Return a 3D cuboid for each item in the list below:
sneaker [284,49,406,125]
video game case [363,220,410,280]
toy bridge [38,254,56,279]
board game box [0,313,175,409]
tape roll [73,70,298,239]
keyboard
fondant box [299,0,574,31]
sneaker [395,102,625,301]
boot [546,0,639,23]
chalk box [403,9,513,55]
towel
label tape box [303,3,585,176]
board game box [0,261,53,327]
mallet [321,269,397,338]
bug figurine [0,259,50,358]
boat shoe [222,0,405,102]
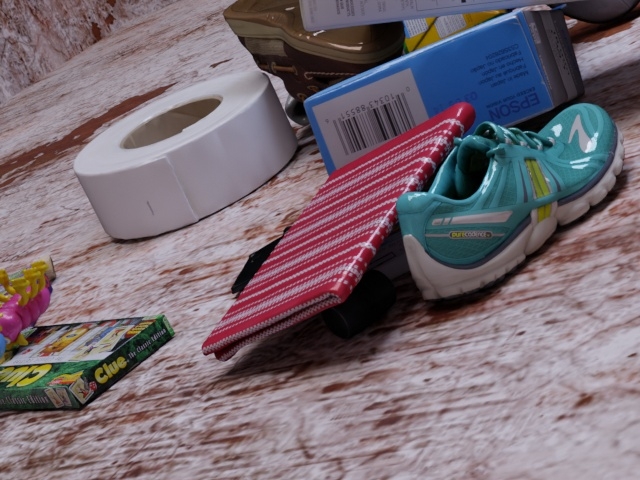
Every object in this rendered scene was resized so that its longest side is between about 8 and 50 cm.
[{"bbox_3d":[0.066,-0.220,2.048,0.262,0.099,0.121,-26,22,27],"label":"sneaker"},{"bbox_3d":[0.084,-0.004,1.445,0.157,0.019,0.143,-28,15,-4],"label":"video game case"},{"bbox_3d":[-0.428,0.062,1.953,0.188,0.026,0.063,-16,-15,-5],"label":"toy bridge"},{"bbox_3d":[-0.274,0.126,1.566,0.260,0.030,0.136,-8,25,47],"label":"board game box"},{"bbox_3d":[-0.176,-0.114,2.010,0.286,0.100,0.286,-21,21,8],"label":"tape roll"},{"bbox_3d":[0.000,0.000,1.532,0.192,0.038,0.100,-29,19,32],"label":"keyboard"},{"bbox_3d":[0.168,-0.288,1.602,0.330,0.096,0.238,-3,11,19],"label":"fondant box"},{"bbox_3d":[0.166,-0.055,1.313,0.107,0.110,0.275,-8,24,48],"label":"sneaker"},{"bbox_3d":[0.237,-0.373,1.800,0.118,0.338,0.223,-53,-1,11],"label":"boot"},{"bbox_3d":[0.168,-0.275,1.901,0.132,0.132,0.213,-23,-17,11],"label":"chalk box"},{"bbox_3d":[0.021,-0.009,1.361,0.199,0.031,0.275,-28,19,47],"label":"towel"},{"bbox_3d":[0.150,-0.158,1.639,0.241,0.106,0.334,-20,3,19],"label":"label tape box"},{"bbox_3d":[-0.496,0.141,1.827,0.347,0.056,0.208,-23,20,9],"label":"board game box"},{"bbox_3d":[0.002,0.053,1.367,0.062,0.039,0.190,-33,14,-21],"label":"mallet"},{"bbox_3d":[-0.394,0.106,1.627,0.279,0.072,0.216,-9,26,40],"label":"bug figurine"},{"bbox_3d":[0.001,-0.230,1.882,0.123,0.123,0.342,-32,28,-24],"label":"boat shoe"}]
